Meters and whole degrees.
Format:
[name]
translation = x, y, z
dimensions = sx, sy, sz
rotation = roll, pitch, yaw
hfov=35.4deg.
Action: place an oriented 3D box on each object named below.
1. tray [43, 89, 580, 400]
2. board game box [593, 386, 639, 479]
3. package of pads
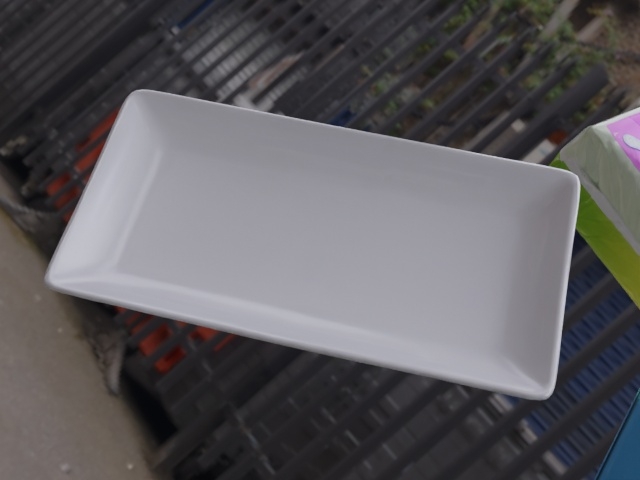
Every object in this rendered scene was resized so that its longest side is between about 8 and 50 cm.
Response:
[tray]
translation = 0.000, 0.000, 0.556
dimensions = 0.271, 0.145, 0.030
rotation = 12, -31, 7
[board game box]
translation = 0.282, 0.172, 0.442
dimensions = 0.336, 0.253, 0.079
rotation = 10, -37, 42
[package of pads]
translation = 0.359, 0.005, 0.819
dimensions = 0.296, 0.229, 0.101
rotation = 57, -32, 20
